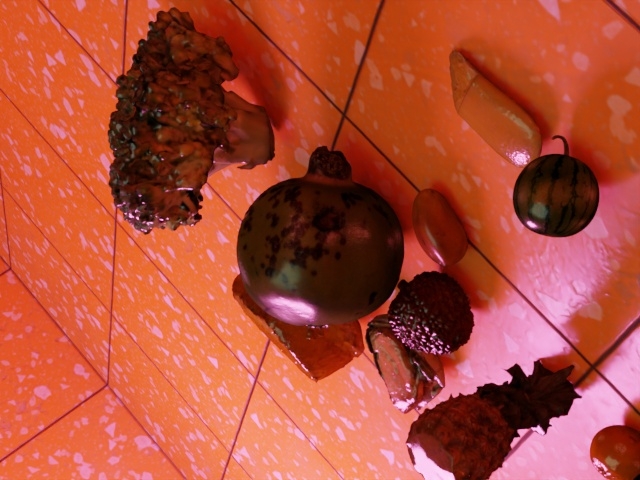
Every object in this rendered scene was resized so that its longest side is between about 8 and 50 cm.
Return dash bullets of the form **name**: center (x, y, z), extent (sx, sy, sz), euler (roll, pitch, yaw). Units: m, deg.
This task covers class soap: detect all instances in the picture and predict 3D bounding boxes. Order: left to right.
- **soap**: center (0.202, -0.155, 1.384), extent (0.168, 0.033, 0.089), euler (45, 149, 21)

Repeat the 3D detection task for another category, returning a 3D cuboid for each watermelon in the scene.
- **watermelon**: center (0.273, -0.055, 1.322), extent (0.109, 0.109, 0.109), euler (39, 150, 28)

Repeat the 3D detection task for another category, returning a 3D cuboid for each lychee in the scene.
- **lychee**: center (0.164, 0.105, 1.665), extent (0.129, 0.123, 0.123), euler (24, 151, -3)

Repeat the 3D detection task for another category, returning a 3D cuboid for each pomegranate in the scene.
- **pomegranate**: center (0.000, 0.000, 1.681), extent (0.254, 0.254, 0.271), euler (21, 112, 48)

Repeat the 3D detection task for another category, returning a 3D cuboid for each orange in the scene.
- **orange**: center (0.401, 0.287, 1.534), extent (0.083, 0.070, 0.083), euler (41, 155, 24)

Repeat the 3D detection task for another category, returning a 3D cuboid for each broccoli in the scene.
- **broccoli**: center (-0.229, -0.183, 1.799), extent (0.324, 0.272, 0.334), euler (62, -176, -12)

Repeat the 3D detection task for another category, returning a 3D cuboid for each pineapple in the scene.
- **pineapple**: center (0.237, 0.240, 1.552), extent (0.128, 0.248, 0.128), euler (41, 146, 36)

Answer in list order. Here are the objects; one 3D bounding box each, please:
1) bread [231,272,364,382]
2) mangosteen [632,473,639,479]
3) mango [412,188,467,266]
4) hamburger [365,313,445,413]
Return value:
- **bread**: center (-0.032, 0.121, 1.927), extent (0.268, 0.145, 0.268), euler (48, 173, 7)
- **mangosteen**: center (0.470, 0.387, 1.286), extent (0.330, 0.330, 0.330), euler (39, 150, 28)
- **mango**: center (0.162, -0.018, 1.581), extent (0.114, 0.060, 0.080), euler (64, 168, -22)
- **hamburger**: center (0.153, 0.193, 1.826), extent (0.102, 0.087, 0.176), euler (-10, 106, 48)
